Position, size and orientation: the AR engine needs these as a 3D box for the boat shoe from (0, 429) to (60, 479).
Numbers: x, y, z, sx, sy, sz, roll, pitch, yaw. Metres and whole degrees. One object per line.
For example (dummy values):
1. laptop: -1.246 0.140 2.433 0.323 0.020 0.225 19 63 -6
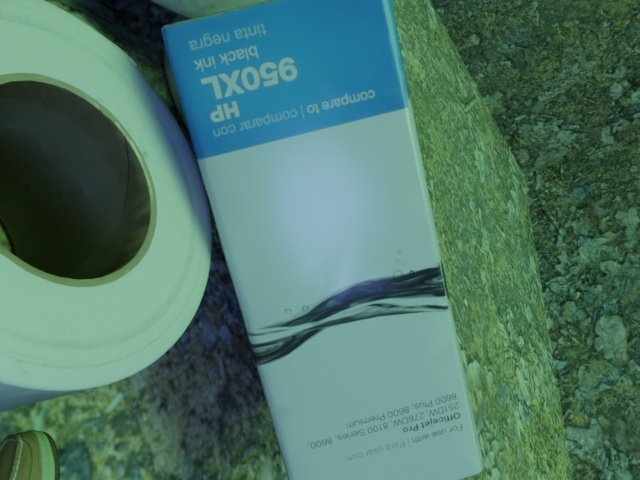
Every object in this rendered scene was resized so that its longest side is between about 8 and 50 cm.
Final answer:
1. boat shoe: -0.216 0.212 0.352 0.072 0.068 0.190 24 52 -38

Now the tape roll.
1. tape roll: -0.215 -0.013 0.374 0.246 0.169 0.246 35 46 -46

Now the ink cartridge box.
1. ink cartridge box: 0.000 0.000 0.553 0.285 0.166 0.395 -121 -163 -78

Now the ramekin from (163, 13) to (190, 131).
1. ramekin: -0.069 -0.214 0.777 0.273 0.127 0.273 36 44 -45

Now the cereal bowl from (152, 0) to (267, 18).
1. cereal bowl: -0.117 -0.391 0.641 0.338 0.141 0.339 18 45 -19
